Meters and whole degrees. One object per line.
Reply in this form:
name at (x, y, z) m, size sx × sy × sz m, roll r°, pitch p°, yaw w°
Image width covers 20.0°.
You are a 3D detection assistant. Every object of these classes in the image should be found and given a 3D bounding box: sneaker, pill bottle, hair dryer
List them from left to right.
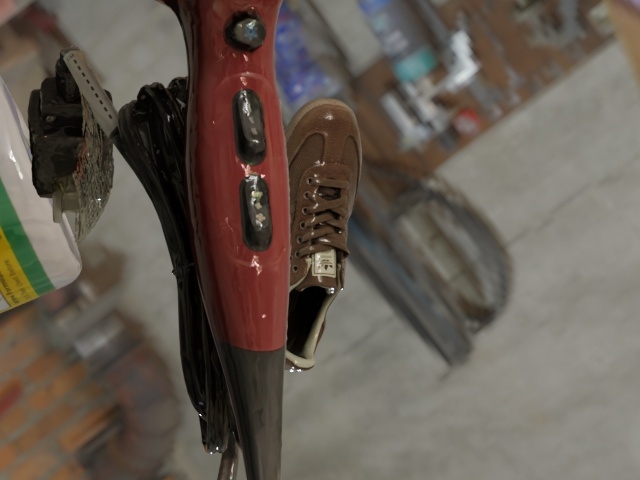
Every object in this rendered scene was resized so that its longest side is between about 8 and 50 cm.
pill bottle at (-0.235, 0.006, 0.901) m, size 0.208 × 0.117 × 0.117 m, roll -23°, pitch 180°, yaw -4°
hair dryer at (-0.020, -0.055, 0.601) m, size 0.080 × 0.223 × 0.293 m, roll -13°, pitch 143°, yaw -26°
sneaker at (0.000, 0.000, 1.233) m, size 0.066 × 0.188 × 0.071 m, roll 2°, pitch -159°, yaw -27°
